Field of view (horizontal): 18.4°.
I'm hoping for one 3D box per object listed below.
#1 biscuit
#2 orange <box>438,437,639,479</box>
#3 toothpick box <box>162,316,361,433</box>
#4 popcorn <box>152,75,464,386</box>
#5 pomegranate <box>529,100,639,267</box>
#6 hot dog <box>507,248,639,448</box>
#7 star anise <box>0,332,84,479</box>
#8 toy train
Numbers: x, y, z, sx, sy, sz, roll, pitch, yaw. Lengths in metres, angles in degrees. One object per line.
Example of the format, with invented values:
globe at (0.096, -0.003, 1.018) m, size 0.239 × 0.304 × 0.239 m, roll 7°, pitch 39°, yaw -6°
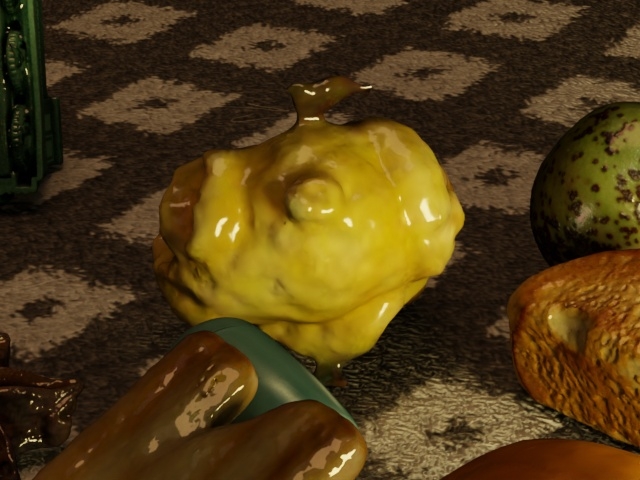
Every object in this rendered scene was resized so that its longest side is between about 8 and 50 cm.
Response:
biscuit at (-0.125, 0.209, 1.519) m, size 0.291 × 0.062 × 0.237 m, roll -45°, pitch 42°, yaw -18°
orange at (0.156, 0.268, 1.177) m, size 0.312 × 0.312 × 0.312 m, roll -3°, pitch 25°, yaw 1°
toothpick box at (-0.050, 0.152, 1.668) m, size 0.120 × 0.120 × 0.184 m, roll -19°, pitch 33°, yaw -29°
popcorn at (0.000, 0.000, 1.853) m, size 0.297 × 0.281 × 0.316 m, roll -10°, pitch -12°, yaw 32°
pomegranate at (0.319, -0.010, 1.904) m, size 0.214 × 0.214 × 0.248 m, roll -17°, pitch 65°, yaw -26°
hot dog at (0.295, 0.095, 1.719) m, size 0.153 × 0.150 × 0.257 m, roll -33°, pitch 37°, yaw -29°
star anise at (-0.312, 0.167, 1.706) m, size 0.220 × 0.099 × 0.214 m, roll -13°, pitch 40°, yaw -30°
toy train at (-0.376, -0.205, 2.258) m, size 0.138 × 0.330 × 0.178 m, roll -2°, pitch 5°, yaw 6°
